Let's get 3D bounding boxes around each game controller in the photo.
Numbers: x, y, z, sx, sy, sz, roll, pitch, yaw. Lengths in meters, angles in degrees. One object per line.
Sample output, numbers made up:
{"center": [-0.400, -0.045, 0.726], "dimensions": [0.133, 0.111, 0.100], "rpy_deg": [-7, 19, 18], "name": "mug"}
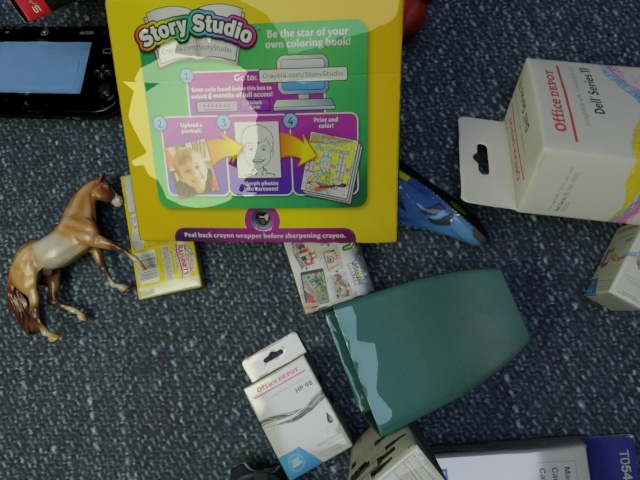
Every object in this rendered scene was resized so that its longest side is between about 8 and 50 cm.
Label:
{"center": [-0.470, -0.284, 0.818], "dimensions": [0.318, 0.067, 0.167], "rpy_deg": [2, 82, 4], "name": "game controller"}

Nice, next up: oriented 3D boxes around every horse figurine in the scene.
{"center": [-0.396, 0.038, 0.758], "dimensions": [0.263, 0.066, 0.174], "rpy_deg": [-39, 89, 0], "name": "horse figurine"}

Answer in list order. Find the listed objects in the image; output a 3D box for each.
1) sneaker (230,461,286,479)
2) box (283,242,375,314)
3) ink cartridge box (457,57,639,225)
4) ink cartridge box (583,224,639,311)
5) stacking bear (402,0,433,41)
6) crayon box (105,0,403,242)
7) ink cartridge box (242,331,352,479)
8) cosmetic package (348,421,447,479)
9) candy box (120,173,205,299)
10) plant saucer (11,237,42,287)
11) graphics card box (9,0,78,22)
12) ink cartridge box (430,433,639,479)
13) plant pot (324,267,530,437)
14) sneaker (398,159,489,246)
{"center": [-0.094, 0.420, 0.688], "dimensions": [0.086, 0.163, 0.226], "rpy_deg": [7, 123, -11], "name": "sneaker"}
{"center": [0.000, 0.000, 0.758], "dimensions": [0.114, 0.036, 0.207], "rpy_deg": [-17, 81, 2], "name": "box"}
{"center": [0.380, -0.139, 0.669], "dimensions": [0.353, 0.119, 0.207], "rpy_deg": [6, 52, 5], "name": "ink cartridge box"}
{"center": [0.442, 0.035, 0.694], "dimensions": [0.052, 0.088, 0.123], "rpy_deg": [30, 85, 11], "name": "ink cartridge box"}
{"center": [0.024, -0.370, 0.755], "dimensions": [0.288, 0.175, 0.165], "rpy_deg": [5, 90, -4], "name": "stacking bear"}
{"center": [-0.075, -0.160, 0.657], "dimensions": [0.362, 0.106, 0.314], "rpy_deg": [1, 107, 6], "name": "crayon box"}
{"center": [-0.041, 0.238, 0.717], "dimensions": [0.104, 0.060, 0.180], "rpy_deg": [-30, 81, 0], "name": "ink cartridge box"}
{"center": [0.089, 0.276, 0.612], "dimensions": [0.098, 0.239, 0.060], "rpy_deg": [-37, 81, -2], "name": "cosmetic package"}
{"center": [-0.255, -0.016, 0.784], "dimensions": [0.105, 0.027, 0.206], "rpy_deg": [-12, 82, 2], "name": "candy box"}
{"center": [-0.472, 0.037, 0.799], "dimensions": [0.083, 0.015, 0.084], "rpy_deg": [-1, 83, 4], "name": "plant saucer"}
{"center": [-0.291, -0.475, 0.756], "dimensions": [0.370, 0.094, 0.233], "rpy_deg": [-21, 38, 1], "name": "graphics card box"}
{"center": [0.300, 0.445, 0.661], "dimensions": [0.329, 0.071, 0.325], "rpy_deg": [-6, 81, 5], "name": "ink cartridge box"}
{"center": [0.146, 0.132, 0.673], "dimensions": [0.234, 0.166, 0.166], "rpy_deg": [-19, 81, -8], "name": "plant pot"}
{"center": [0.157, -0.045, 0.746], "dimensions": [0.209, 0.069, 0.082], "rpy_deg": [35, 113, 2], "name": "sneaker"}
